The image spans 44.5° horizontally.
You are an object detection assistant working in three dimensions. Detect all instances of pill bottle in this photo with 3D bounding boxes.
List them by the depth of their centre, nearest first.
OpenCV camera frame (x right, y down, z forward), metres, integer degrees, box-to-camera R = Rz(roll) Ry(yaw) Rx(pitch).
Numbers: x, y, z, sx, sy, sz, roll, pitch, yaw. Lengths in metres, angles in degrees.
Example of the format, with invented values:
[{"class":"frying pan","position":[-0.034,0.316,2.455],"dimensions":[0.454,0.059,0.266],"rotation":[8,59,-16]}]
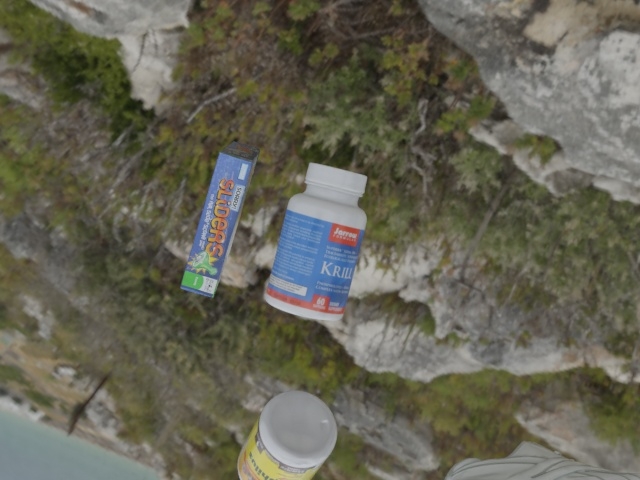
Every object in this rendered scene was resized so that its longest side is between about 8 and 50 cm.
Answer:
[{"class":"pill bottle","position":[0.000,0.000,1.181],"dimensions":[0.124,0.222,0.124],"rotation":[13,-176,-1]},{"class":"pill bottle","position":[-0.059,0.325,1.195],"dimensions":[0.117,0.117,0.215],"rotation":[30,139,4]}]

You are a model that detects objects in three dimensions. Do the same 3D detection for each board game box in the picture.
[{"class":"board game box","position":[-0.102,-0.031,0.825],"dimensions":[0.035,0.201,0.136],"rotation":[16,100,-5]}]

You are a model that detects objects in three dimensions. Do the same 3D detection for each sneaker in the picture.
[{"class":"sneaker","position":[0.207,0.205,0.635],"dimensions":[0.232,0.115,0.090],"rotation":[9,109,-16]}]
